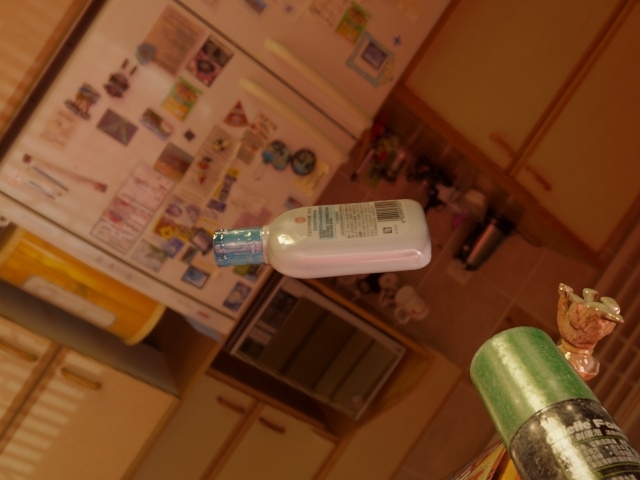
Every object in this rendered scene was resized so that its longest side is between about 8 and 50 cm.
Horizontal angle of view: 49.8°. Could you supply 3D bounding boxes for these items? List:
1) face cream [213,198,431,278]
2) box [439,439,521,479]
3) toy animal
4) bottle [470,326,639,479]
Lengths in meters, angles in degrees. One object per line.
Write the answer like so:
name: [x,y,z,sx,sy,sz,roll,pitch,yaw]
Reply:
face cream: [0.000,0.000,1.093,0.336,0.080,0.163,-5,-149,1]
box: [0.255,0.466,1.018,0.213,0.284,0.259,41,-138,5]
toy animal: [0.496,0.196,1.293,0.104,0.185,0.184,14,-168,-6]
bottle: [0.217,0.204,0.530,0.093,0.093,0.330,33,-159,-31]
